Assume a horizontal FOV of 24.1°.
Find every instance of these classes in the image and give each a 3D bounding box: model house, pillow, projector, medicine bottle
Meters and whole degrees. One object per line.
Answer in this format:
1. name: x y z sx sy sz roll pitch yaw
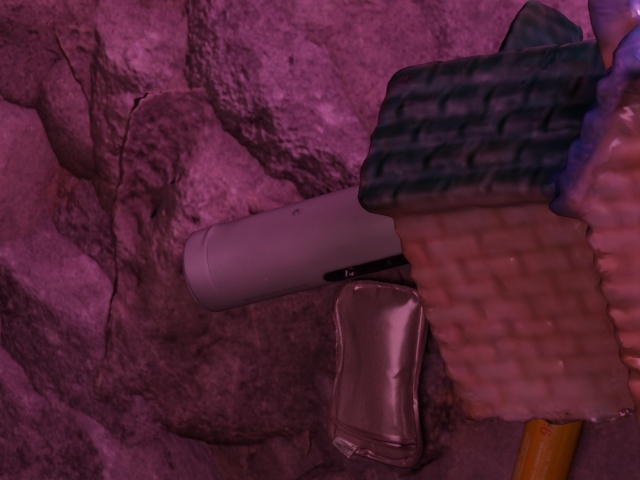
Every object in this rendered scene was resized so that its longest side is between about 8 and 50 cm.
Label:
1. model house: 0.298 -0.081 1.360 0.445 0.395 0.400 -7 118 38
2. pillow: 0.068 0.159 1.788 0.130 0.038 0.233 11 108 28
3. projector: 0.000 0.000 1.740 0.337 0.108 0.108 -15 97 30
4. medicine bottle: 0.252 0.256 1.700 0.074 0.074 0.218 20 114 21
